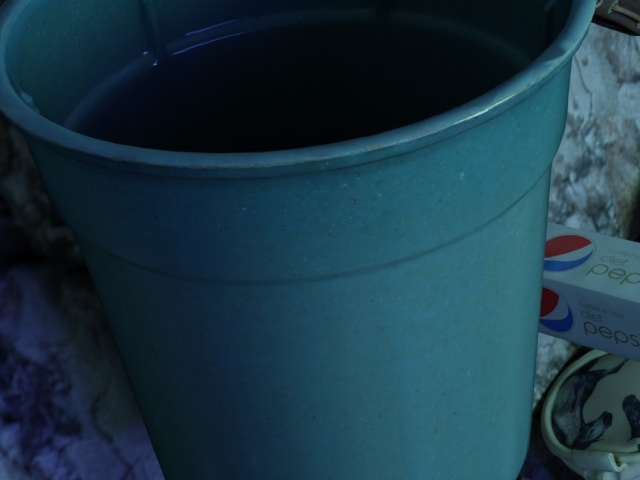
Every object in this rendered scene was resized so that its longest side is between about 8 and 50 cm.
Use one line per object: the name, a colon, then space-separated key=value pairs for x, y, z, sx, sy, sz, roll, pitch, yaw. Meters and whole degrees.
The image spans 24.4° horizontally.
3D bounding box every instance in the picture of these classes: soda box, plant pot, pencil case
soda box: x=0.238 y=0.044 z=1.234 sx=0.074 sy=0.216 sz=0.069 roll=-40 pitch=127 yaw=-31
plant pot: x=0.000 y=0.000 z=0.916 sx=0.341 sy=0.341 sz=0.334 roll=-36 pitch=133 yaw=-33
pencil case: x=0.346 y=0.264 z=1.455 sx=0.410 sy=0.160 sz=0.183 roll=58 pitch=40 yaw=-40

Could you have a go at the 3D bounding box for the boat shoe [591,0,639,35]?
boat shoe: x=0.154 y=-0.200 z=1.146 sx=0.342 sy=0.123 sz=0.123 roll=-8 pitch=114 yaw=-45

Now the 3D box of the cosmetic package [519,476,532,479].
cosmetic package: x=0.245 y=0.346 z=1.403 sx=0.107 sy=0.127 sz=0.238 roll=-46 pitch=132 yaw=-26
